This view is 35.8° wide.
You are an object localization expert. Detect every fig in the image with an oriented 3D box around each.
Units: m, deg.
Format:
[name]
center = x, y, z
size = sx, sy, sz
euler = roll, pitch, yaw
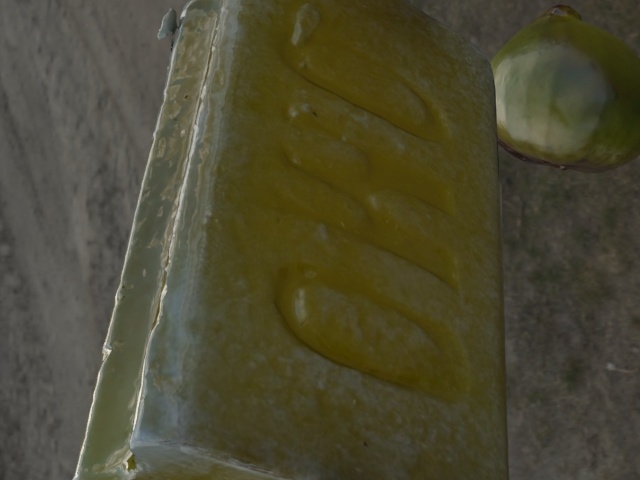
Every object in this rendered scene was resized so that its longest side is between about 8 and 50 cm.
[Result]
[fig]
center = 0.195, -0.111, 0.787
size = 0.153, 0.135, 0.121
euler = 50, 119, 39

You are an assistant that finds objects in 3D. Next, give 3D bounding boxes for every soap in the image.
[soap]
center = 0.000, 0.000, 0.454
size = 0.089, 0.173, 0.274
euler = -41, 35, 45
